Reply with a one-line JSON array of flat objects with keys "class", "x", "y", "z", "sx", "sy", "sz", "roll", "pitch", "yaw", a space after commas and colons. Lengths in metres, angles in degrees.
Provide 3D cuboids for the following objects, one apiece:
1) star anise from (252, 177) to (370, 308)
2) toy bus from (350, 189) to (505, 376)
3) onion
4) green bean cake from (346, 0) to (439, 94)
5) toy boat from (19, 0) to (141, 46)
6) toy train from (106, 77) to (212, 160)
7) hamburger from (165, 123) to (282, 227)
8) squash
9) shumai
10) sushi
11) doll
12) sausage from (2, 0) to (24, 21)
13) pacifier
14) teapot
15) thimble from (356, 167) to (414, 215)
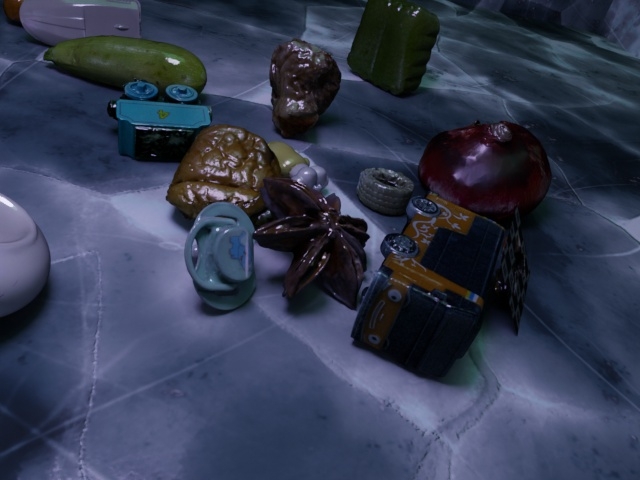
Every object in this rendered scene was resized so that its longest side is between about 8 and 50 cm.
[{"class": "star anise", "x": 0.000, "y": 0.000, "z": 0.782, "sx": 0.236, "sy": 0.093, "sz": 0.229, "roll": -11, "pitch": 73, "yaw": -51}, {"class": "toy bus", "x": 0.165, "y": 0.055, "z": 0.764, "sx": 0.167, "sy": 0.139, "sz": 0.275, "roll": 27, "pitch": 36, "yaw": 13}, {"class": "onion", "x": 0.343, "y": -0.173, "z": 1.072, "sx": 0.271, "sy": 0.195, "sz": 0.272, "roll": 1, "pitch": 47, "yaw": -1}, {"class": "green bean cake", "x": 0.212, "y": -0.571, "z": 1.491, "sx": 0.222, "sy": 0.248, "sz": 0.125, "roll": 38, "pitch": 42, "yaw": 23}, {"class": "toy boat", "x": -0.586, "y": -0.549, "z": 1.287, "sx": 0.269, "sy": 0.141, "sz": 0.141, "roll": 2, "pitch": 39, "yaw": -14}, {"class": "toy train", "x": -0.305, "y": -0.227, "z": 0.992, "sx": 0.197, "sy": 0.107, "sz": 0.154, "roll": -1, "pitch": 47, "yaw": -20}, {"class": "hamburger", "x": -0.154, "y": -0.108, "z": 0.870, "sx": 0.183, "sy": 0.130, "sz": 0.206, "roll": 8, "pitch": 40, "yaw": -5}, {"class": "squash", "x": -0.438, "y": -0.400, "z": 1.159, "sx": 0.370, "sy": 0.118, "sz": 0.118, "roll": 12, "pitch": 37, "yaw": -1}, {"class": "shumai", "x": -0.052, "y": -0.324, "z": 1.153, "sx": 0.166, "sy": 0.206, "sz": 0.176, "roll": 15, "pitch": 58, "yaw": 9}, {"class": "sushi", "x": 0.308, "y": 0.047, "z": 0.851, "sx": 0.031, "sy": 0.139, "sz": 0.201, "roll": -6, "pitch": 25, "yaw": 31}, {"class": "doll", "x": -0.055, "y": -0.139, "z": 0.996, "sx": 0.106, "sy": 0.062, "sz": 0.162, "roll": -19, "pitch": 46, "yaw": -41}, {"class": "sausage", "x": -0.709, "y": -0.639, "z": 1.384, "sx": 0.108, "sy": 0.109, "sz": 0.270, "roll": 30, "pitch": 42, "yaw": 20}, {"class": "pacifier", "x": -0.153, "y": 0.023, "z": 0.726, "sx": 0.116, "sy": 0.151, "sz": 0.126, "roll": -5, "pitch": -1, "yaw": 40}, {"class": "teapot", "x": -0.437, "y": 0.011, "z": 0.615, "sx": 0.204, "sy": 0.139, "sz": 0.298, "roll": 18, "pitch": 23, "yaw": -44}, {"class": "thimble", "x": 0.123, "y": -0.098, "z": 1.005, "sx": 0.109, "sy": 0.062, "sz": 0.084, "roll": 25, "pitch": 37, "yaw": 13}]
